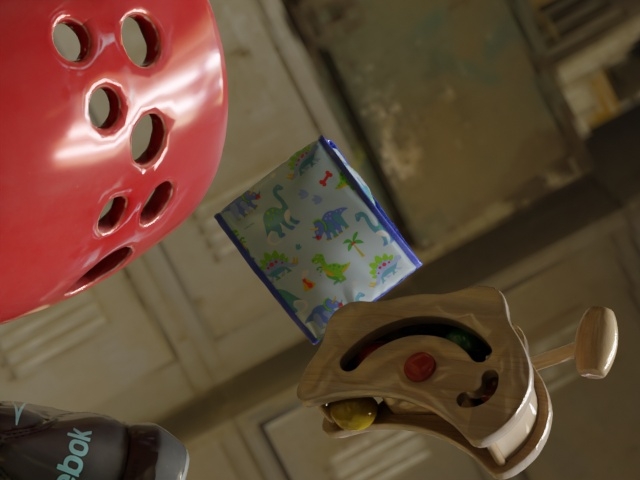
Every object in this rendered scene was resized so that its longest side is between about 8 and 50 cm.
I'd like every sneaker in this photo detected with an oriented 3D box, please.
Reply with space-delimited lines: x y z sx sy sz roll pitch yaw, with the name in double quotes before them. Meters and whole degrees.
"sneaker" -0.146 0.114 0.814 0.106 0.101 0.267 22 -21 -16

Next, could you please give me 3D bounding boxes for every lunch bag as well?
"lunch bag" 0.000 0.000 1.594 0.151 0.129 0.096 53 6 5

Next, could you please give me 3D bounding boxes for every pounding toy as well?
"pounding toy" 0.131 0.144 1.539 0.155 0.270 0.154 57 32 -49

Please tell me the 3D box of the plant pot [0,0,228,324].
"plant pot" -0.158 -0.047 0.679 0.174 0.191 0.191 -41 109 -49
